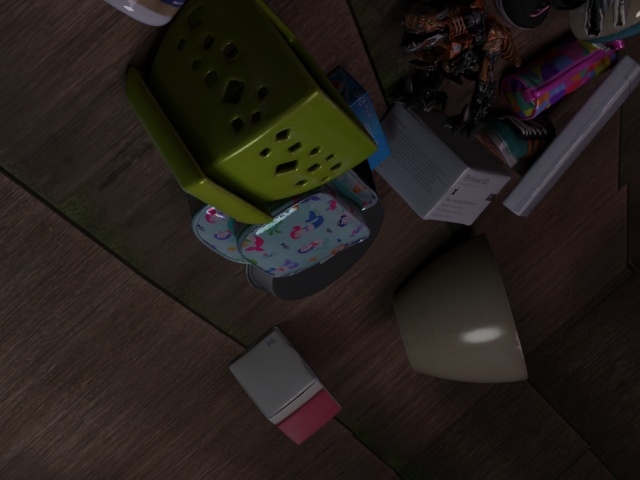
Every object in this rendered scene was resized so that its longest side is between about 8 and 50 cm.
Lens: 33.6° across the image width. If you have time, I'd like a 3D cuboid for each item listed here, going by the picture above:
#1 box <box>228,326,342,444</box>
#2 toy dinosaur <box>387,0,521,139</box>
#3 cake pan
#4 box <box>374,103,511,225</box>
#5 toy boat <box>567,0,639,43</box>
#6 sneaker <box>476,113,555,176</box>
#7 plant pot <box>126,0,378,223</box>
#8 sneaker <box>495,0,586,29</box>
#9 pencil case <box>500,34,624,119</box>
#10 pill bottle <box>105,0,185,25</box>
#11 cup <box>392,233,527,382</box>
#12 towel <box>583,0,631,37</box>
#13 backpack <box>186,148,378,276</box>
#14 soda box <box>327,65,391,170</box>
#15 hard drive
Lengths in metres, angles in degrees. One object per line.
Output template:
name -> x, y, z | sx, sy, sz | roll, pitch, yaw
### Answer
box -> -0.067, 0.298, 2.138 | 0.127, 0.149, 0.232 | -39, 153, -4
toy dinosaur -> 0.232, -0.289, 1.672 | 0.321, 0.164, 0.218 | 7, 112, -31
cake pan -> 0.000, 0.000, 1.884 | 0.293, 0.054, 0.293 | -32, 153, -19
box -> 0.196, -0.130, 1.810 | 0.119, 0.182, 0.181 | -52, 152, 20
toy boat -> 0.583, -0.460, 1.815 | 0.318, 0.148, 0.267 | -53, -163, -14
sneaker -> 0.382, -0.207, 2.052 | 0.121, 0.108, 0.302 | -48, 162, 11
plant pot -> -0.095, -0.161, 1.320 | 0.207, 0.227, 0.228 | -39, 156, 10
sneaker -> 0.361, -0.392, 1.678 | 0.104, 0.147, 0.296 | -42, 156, -5
pencil case -> 0.448, -0.316, 1.974 | 0.236, 0.104, 0.104 | -34, 153, -19
pill bottle -> -0.137, -0.355, 1.029 | 0.265, 0.153, 0.153 | -50, 153, 15
cup -> 0.292, 0.175, 2.322 | 0.236, 0.331, 0.331 | -16, 154, 5
towel -> 0.459, -0.500, 1.550 | 0.324, 0.056, 0.312 | -59, 154, -34
backpack -> -0.062, -0.062, 1.526 | 0.253, 0.191, 0.225 | -21, 150, 18
soda box -> 0.048, -0.180, 1.657 | 0.071, 0.067, 0.210 | -40, 154, -4
hard drive -> 0.494, -0.196, 2.077 | 0.353, 0.047, 0.233 | -51, 169, 10
